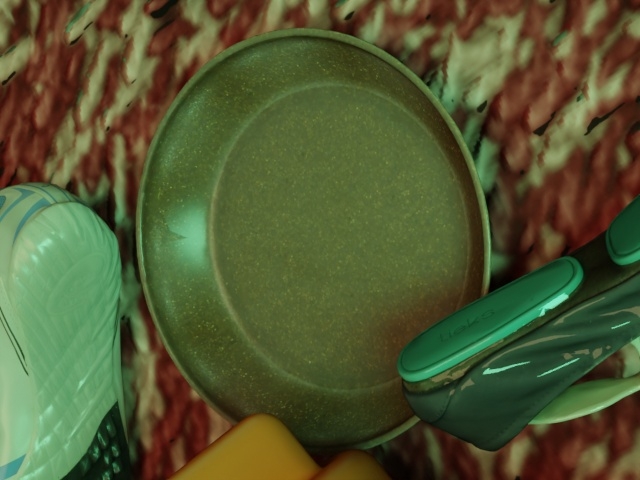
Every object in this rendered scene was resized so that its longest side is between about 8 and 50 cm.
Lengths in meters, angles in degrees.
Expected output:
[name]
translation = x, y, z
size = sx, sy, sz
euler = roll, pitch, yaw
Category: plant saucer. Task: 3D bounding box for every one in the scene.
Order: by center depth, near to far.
[plant saucer]
translation = 0.000, 0.000, 0.796
size = 0.199, 0.036, 0.198
euler = 4, 97, 35

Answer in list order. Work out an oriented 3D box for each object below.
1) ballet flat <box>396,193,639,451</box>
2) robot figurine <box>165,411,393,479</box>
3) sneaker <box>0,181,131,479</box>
[ballet flat]
translation = 0.127, 0.024, 0.695
size = 0.203, 0.074, 0.074
euler = -35, 75, 17
[robot figurine]
translation = 0.012, 0.181, 0.740
size = 0.158, 0.128, 0.219
euler = -40, 87, 36
[sneaker]
translation = -0.148, 0.085, 0.889
size = 0.086, 0.085, 0.237
euler = 28, 117, 57
